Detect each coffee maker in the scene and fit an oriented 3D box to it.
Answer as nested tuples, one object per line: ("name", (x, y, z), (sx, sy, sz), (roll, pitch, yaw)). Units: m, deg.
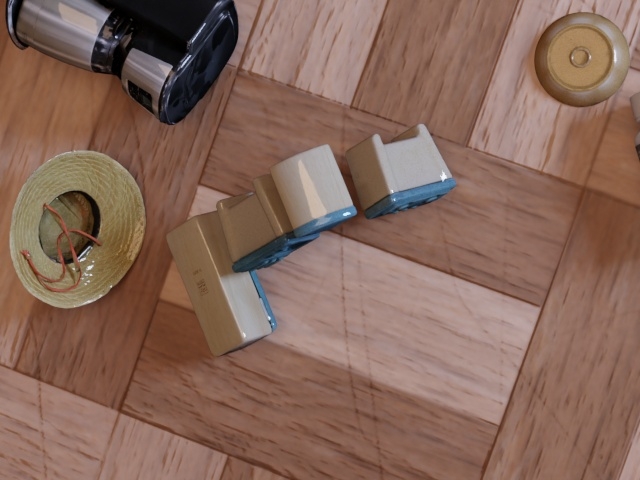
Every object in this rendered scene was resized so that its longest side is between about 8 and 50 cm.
("coffee maker", (-0.165, -0.213, 1.694), (0.178, 0.120, 0.171), (27, 94, 12))

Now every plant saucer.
("plant saucer", (0.227, -0.158, 1.654), (0.083, 0.015, 0.083), (0, 88, 13))

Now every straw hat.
("straw hat", (-0.235, -0.013, 1.732), (0.061, 0.144, 0.144), (10, 91, 56))

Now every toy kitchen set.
("toy kitchen set", (0.000, 0.000, 1.681), (0.207, 0.166, 0.122), (-29, 80, 48))

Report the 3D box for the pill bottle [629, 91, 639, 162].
("pill bottle", (0.310, -0.065, 1.600), (0.078, 0.078, 0.137), (-17, 85, 12))
